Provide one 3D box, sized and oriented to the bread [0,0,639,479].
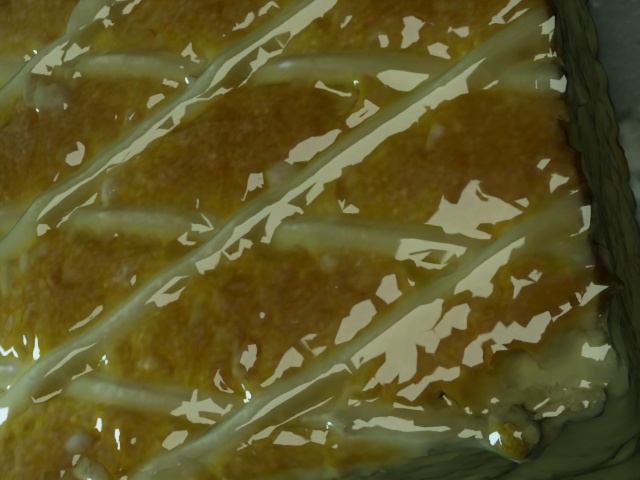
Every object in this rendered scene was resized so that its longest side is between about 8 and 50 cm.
[{"bbox_3d":[0.000,0.000,0.805,0.390,0.279,0.371,-18,66,23],"label":"bread"}]
